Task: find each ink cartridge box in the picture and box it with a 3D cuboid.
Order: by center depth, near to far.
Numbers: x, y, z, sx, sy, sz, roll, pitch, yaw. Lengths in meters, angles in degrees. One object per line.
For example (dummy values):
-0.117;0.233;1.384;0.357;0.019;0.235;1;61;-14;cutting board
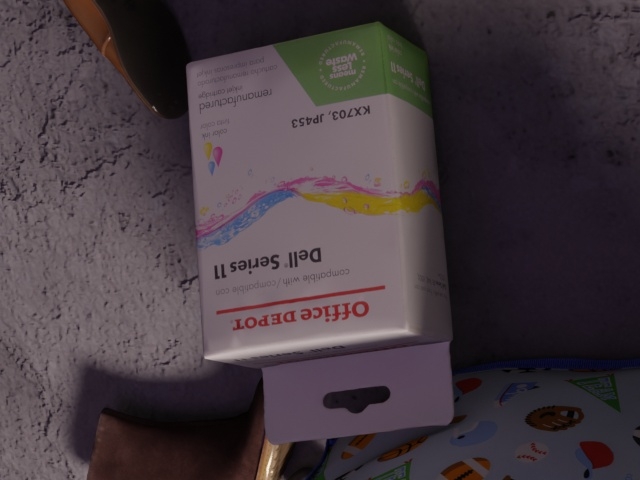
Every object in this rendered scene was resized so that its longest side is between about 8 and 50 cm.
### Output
0.000;0.000;1.542;0.207;0.119;0.353;-10;77;23;ink cartridge box

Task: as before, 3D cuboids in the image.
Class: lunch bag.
0.153;0.265;1.547;0.385;0.328;0.239;-1;110;19;lunch bag

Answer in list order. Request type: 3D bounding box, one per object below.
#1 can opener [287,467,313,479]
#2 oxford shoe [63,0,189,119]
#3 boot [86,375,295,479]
0.088;0.327;1.747;0.283;0.076;0.095;44;85;1;can opener
-0.197;-0.211;1.660;0.076;0.076;0.212;-17;106;55;oxford shoe
-0.138;0.216;1.765;0.207;0.090;0.248;20;118;10;boot
